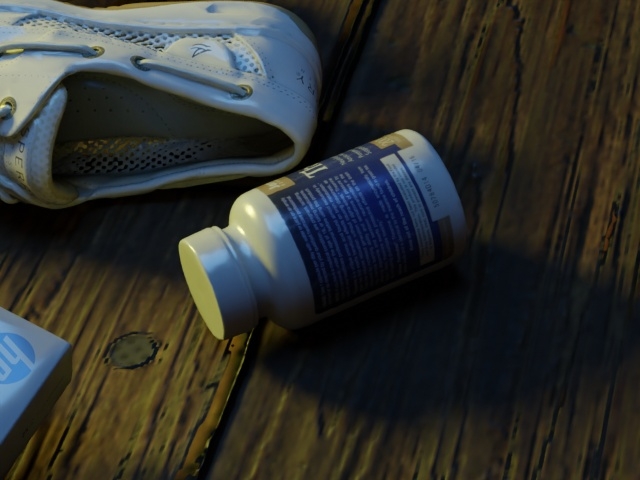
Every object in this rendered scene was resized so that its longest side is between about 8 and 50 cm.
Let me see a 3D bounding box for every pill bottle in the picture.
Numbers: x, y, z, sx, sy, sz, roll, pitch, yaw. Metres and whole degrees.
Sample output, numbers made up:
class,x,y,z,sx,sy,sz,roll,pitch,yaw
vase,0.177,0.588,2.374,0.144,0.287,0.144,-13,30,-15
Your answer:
class,x,y,z,sx,sy,sz,roll,pitch,yaw
pill bottle,0.000,0.000,0.894,0.120,0.067,0.067,-23,40,-15

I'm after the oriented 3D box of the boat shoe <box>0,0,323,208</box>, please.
class,x,y,z,sx,sy,sz,roll,pitch,yaw
boat shoe,-0.138,-0.062,0.979,0.277,0.098,0.096,-5,38,5

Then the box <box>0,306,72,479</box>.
class,x,y,z,sx,sy,sz,roll,pitch,yaw
box,-0.221,0.063,0.823,0.186,0.038,0.145,27,58,9

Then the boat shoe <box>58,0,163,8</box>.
class,x,y,z,sx,sy,sz,roll,pitch,yaw
boat shoe,-0.236,-0.169,1.141,0.341,0.121,0.110,9,5,19
